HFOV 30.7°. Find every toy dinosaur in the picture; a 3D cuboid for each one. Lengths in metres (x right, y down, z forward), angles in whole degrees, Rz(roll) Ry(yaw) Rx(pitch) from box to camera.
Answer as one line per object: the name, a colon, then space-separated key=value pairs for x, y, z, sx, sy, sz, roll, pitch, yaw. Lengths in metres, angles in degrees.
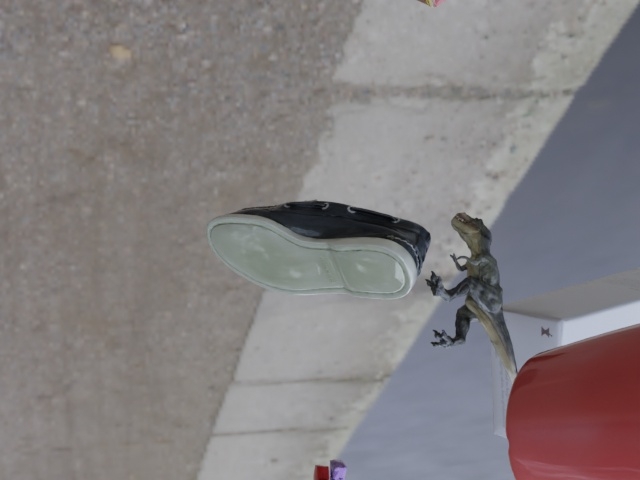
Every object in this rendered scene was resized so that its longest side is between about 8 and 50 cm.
toy dinosaur: x=0.205 y=0.089 z=1.581 sx=0.118 sy=0.268 sz=0.064 roll=-9 pitch=170 yaw=-24

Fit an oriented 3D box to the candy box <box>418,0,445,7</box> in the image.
candy box: x=0.049 y=-0.414 z=1.381 sx=0.087 sy=0.316 sz=0.183 roll=-37 pitch=133 yaw=-16

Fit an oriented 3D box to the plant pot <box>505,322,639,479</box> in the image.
plant pot: x=0.362 y=0.216 z=1.319 sx=0.243 sy=0.275 sz=0.275 roll=-9 pitch=157 yaw=42

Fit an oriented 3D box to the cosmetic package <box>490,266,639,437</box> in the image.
cosmetic package: x=0.454 y=0.181 z=1.852 sx=0.385 sy=0.217 sz=0.156 roll=-8 pitch=-169 yaw=-35

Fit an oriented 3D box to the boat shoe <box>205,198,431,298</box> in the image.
boat shoe: x=-0.001 y=-0.003 z=1.608 sx=0.340 sy=0.113 sz=0.127 roll=3 pitch=126 yaw=36

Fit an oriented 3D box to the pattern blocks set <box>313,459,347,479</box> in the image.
pattern blocks set: x=0.019 y=0.462 z=1.579 sx=0.026 sy=0.325 sz=0.285 roll=4 pitch=166 yaw=-9
